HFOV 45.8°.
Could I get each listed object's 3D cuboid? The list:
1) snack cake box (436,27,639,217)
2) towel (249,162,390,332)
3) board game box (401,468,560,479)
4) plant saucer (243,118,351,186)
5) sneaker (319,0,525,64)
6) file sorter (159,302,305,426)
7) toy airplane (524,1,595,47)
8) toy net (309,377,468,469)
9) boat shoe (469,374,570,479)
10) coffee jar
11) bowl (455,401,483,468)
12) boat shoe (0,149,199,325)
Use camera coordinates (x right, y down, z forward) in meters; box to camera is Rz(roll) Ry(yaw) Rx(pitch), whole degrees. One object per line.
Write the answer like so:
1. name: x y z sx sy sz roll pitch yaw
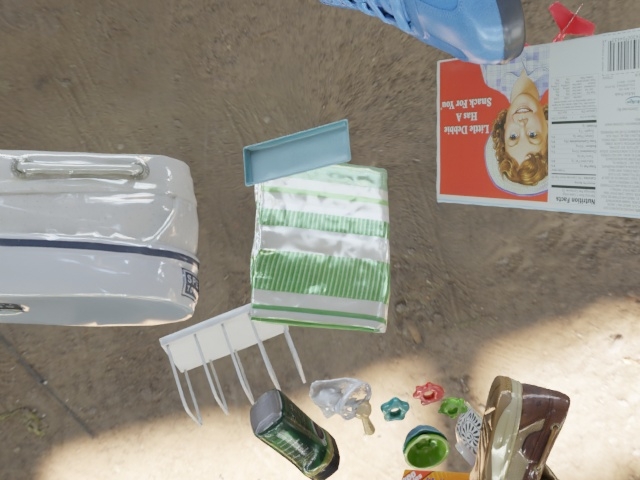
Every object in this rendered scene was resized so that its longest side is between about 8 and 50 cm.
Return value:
1. snack cake box: 0.225 -0.106 0.711 0.089 0.264 0.152 -7 100 -31
2. towel: 0.000 0.000 1.312 0.247 0.038 0.325 6 59 -9
3. board game box: 0.344 0.678 1.414 0.356 0.356 0.356 42 55 -29
4. plant saucer: -0.037 -0.133 1.178 0.192 0.018 0.067 -11 77 29
5. sneaker: 0.030 -0.144 0.413 0.082 0.209 0.069 -25 136 -9
6. file sorter: -0.186 0.277 1.712 0.277 0.193 0.173 -21 64 -7
7. toy airplane: 0.315 -0.261 1.045 0.151 0.028 0.151 10 116 21
8. toy net: 0.096 0.240 1.054 0.232 0.045 0.122 25 116 -23
9. boat shoe: 0.280 0.349 1.070 0.123 0.123 0.342 6 112 5
10. coffee jar: -0.043 0.357 1.374 0.079 0.096 0.184 -39 118 9
11. bowl: 0.324 0.414 1.521 0.080 0.170 0.170 -42 95 1
12. boat shoe: -0.259 -0.036 0.479 0.366 0.136 0.157 2 72 -7
